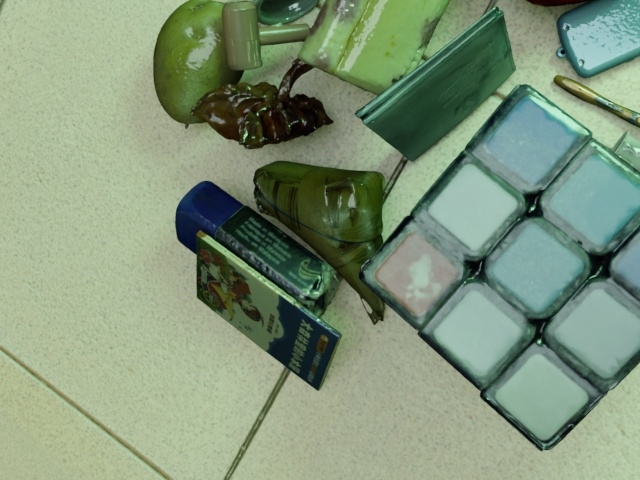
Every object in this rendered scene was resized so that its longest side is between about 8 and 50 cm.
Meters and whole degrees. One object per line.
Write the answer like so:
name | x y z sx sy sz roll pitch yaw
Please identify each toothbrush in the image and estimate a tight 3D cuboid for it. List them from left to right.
toothbrush | 0.530 -0.195 1.053 0.321 0.031 0.023 33 99 14

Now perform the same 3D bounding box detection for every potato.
potato | -0.235 -0.337 1.232 0.174 0.159 0.251 34 112 40

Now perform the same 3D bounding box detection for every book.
book | -0.110 0.137 1.192 0.322 0.228 0.018 35 56 15

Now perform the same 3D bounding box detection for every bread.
bread | 0.117 -0.407 1.030 0.187 0.155 0.338 24 103 -14

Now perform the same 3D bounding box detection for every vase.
vase | -0.113 -0.573 1.200 0.143 0.143 0.299 -25 81 17

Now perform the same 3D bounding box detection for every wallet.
wallet | 0.197 -0.242 1.026 0.251 0.290 0.054 -39 73 13

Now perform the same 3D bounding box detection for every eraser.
eraser | -0.124 0.029 1.198 0.332 0.155 0.101 35 58 13

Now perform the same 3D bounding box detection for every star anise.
star anise | -0.058 -0.259 1.172 0.346 0.237 0.148 -26 111 -4

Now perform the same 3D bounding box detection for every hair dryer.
hair dryer | -0.085 -0.376 1.154 0.181 0.064 0.117 -13 116 -21

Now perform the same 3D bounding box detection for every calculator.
calculator | 0.494 -0.355 1.057 0.210 0.039 0.121 -23 83 17

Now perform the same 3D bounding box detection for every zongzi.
zongzi | 0.000 0.000 1.200 0.260 0.123 0.289 10 117 31

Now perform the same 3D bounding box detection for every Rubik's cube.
Rubik's cube | 0.318 0.029 0.958 0.359 0.363 0.362 39 103 11

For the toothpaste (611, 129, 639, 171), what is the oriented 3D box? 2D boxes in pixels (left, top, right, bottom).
toothpaste | 0.616 -0.069 1.014 0.323 0.066 0.100 34 96 10

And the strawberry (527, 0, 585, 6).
strawberry | 0.444 -0.531 0.962 0.345 0.295 0.317 -9 127 -6
